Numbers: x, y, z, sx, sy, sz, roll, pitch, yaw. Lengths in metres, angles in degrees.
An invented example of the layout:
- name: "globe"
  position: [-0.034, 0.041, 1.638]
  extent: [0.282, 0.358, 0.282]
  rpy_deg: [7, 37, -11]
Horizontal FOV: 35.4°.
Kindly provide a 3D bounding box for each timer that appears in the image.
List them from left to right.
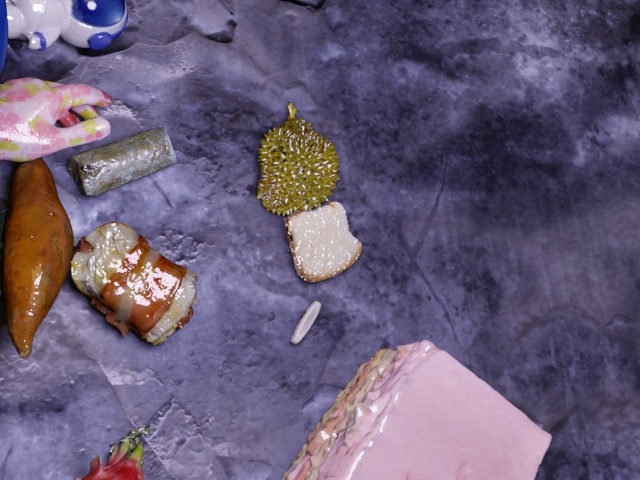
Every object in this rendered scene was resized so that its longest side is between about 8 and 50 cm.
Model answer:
- name: "timer"
  position: [-0.485, -0.370, 1.589]
  extent: [0.384, 0.270, 0.270]
  rpy_deg: [-14, 77, -37]

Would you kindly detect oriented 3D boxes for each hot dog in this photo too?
- name: "hot dog"
  position: [-0.289, 0.065, 1.564]
  extent: [0.213, 0.103, 0.146]
  rpy_deg: [43, 83, -11]

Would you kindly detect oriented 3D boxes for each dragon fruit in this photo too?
- name: "dragon fruit"
  position: [-0.291, 0.374, 1.456]
  extent: [0.137, 0.135, 0.236]
  rpy_deg: [33, 48, 1]

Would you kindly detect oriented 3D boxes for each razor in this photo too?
- name: "razor"
  position: [-0.408, -0.003, 1.584]
  extent: [0.191, 0.037, 0.068]
  rpy_deg: [8, 60, -15]

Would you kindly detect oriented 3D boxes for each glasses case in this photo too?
- name: "glasses case"
  position: [-0.025, 0.136, 1.670]
  extent: [0.021, 0.032, 0.083]
  rpy_deg: [36, 65, -9]

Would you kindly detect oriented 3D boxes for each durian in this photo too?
- name: "durian"
  position: [-0.035, -0.148, 1.727]
  extent: [0.147, 0.102, 0.208]
  rpy_deg: [1, 69, -12]

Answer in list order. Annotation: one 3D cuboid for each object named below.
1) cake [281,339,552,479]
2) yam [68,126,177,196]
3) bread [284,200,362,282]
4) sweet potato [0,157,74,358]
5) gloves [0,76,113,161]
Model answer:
- name: "cake"
  position: [0.134, 0.340, 1.507]
  extent: [0.293, 0.307, 0.314]
  rpy_deg: [35, 66, -7]
- name: "yam"
  position: [-0.316, -0.130, 1.638]
  extent: [0.179, 0.078, 0.078]
  rpy_deg: [-22, 81, -25]
- name: "bread"
  position: [0.000, 0.000, 1.708]
  extent: [0.129, 0.044, 0.126]
  rpy_deg: [-21, 97, -21]
- name: "sweet potato"
  position: [-0.419, 0.006, 1.488]
  extent: [0.112, 0.112, 0.359]
  rpy_deg: [6, 60, -17]
- name: "gloves"
  position: [-0.430, -0.199, 1.565]
  extent: [0.241, 0.145, 0.126]
  rpy_deg: [-36, 119, -36]
